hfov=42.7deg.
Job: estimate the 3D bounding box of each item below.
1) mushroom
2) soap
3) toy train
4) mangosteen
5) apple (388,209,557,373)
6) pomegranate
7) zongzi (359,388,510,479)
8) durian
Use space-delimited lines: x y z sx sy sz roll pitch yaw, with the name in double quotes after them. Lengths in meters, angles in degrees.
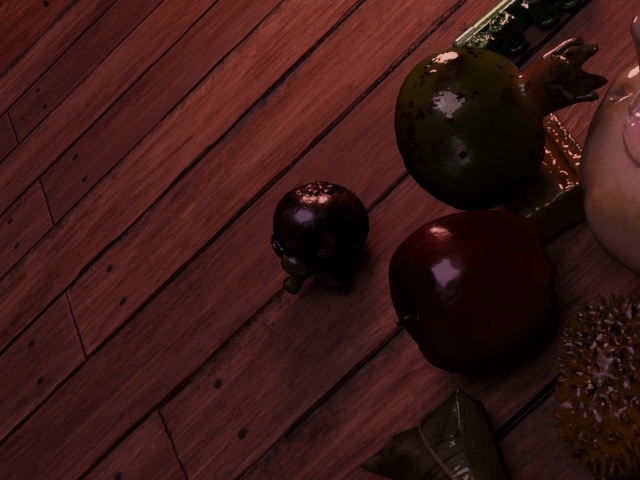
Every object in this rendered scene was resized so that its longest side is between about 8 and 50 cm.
0.488 -0.115 0.961 0.325 0.353 0.353 25 75 15 "mushroom"
0.326 -0.116 1.240 0.135 0.076 0.233 -35 43 14 "soap"
0.341 -0.397 1.439 0.251 0.085 0.119 -39 37 6 "toy train"
0.003 -0.008 1.379 0.172 0.184 0.172 -13 8 2 "mangosteen"
0.204 0.067 1.109 0.234 0.234 0.234 -22 48 26 "apple"
0.237 -0.152 1.127 0.286 0.231 0.231 4 63 40 "pomegranate"
0.146 0.325 1.045 0.204 0.094 0.205 -34 44 20 "zongzi"
0.366 0.154 0.969 0.183 0.138 0.250 -15 45 42 "durian"
